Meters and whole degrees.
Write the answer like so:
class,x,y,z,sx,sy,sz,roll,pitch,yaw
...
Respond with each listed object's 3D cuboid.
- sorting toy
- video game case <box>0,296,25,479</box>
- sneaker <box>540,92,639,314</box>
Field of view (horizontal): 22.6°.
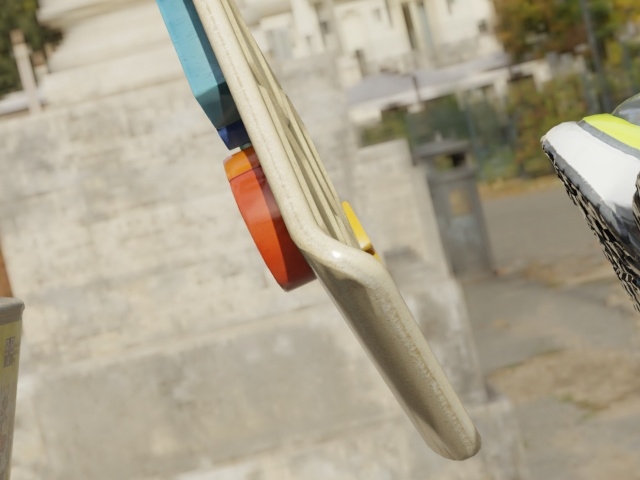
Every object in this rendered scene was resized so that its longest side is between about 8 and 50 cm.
class,x,y,z,sx,sy,sz,roll,pitch,yaw
sorting toy,0.000,0.000,0.756,0.041,0.229,0.307,-29,-33,1
video game case,-0.172,0.151,0.657,0.035,0.248,0.275,5,0,0
sneaker,0.144,-0.009,0.426,0.121,0.111,0.300,-30,6,2
